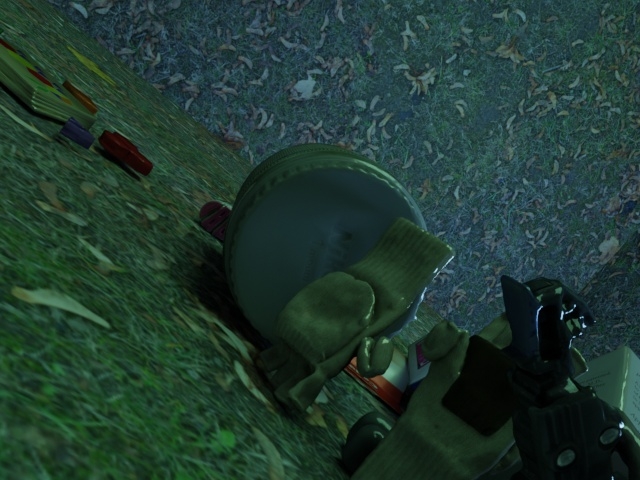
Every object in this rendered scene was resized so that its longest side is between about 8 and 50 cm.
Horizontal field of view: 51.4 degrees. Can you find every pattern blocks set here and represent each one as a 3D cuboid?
[{"bbox_3d":[-0.383,-0.212,0.864,0.325,0.026,0.285,43,5,22],"label":"pattern blocks set"}]

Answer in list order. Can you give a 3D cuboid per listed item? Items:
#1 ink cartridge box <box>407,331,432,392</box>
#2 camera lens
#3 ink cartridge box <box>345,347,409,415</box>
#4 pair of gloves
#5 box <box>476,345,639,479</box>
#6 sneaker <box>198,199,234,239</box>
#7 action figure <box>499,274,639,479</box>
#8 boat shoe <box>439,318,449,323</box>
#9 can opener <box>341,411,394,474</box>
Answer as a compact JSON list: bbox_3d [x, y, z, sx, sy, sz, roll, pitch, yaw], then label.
[{"bbox_3d":[0.189,0.227,0.882,0.175,0.069,0.371,57,4,4],"label":"ink cartridge box"},{"bbox_3d":[0.000,0.000,0.777,0.219,0.219,0.274,40,5,-10],"label":"camera lens"},{"bbox_3d":[0.064,0.155,0.918,0.145,0.045,0.179,40,3,-3],"label":"ink cartridge box"},{"bbox_3d":[0.064,0.095,0.547,0.240,0.204,0.042,45,-7,41],"label":"pair of gloves"},{"bbox_3d":[0.248,0.224,0.601,0.181,0.182,0.119,50,38,-2],"label":"box"},{"bbox_3d":[-0.098,-0.006,0.980,0.170,0.063,0.075,35,12,-7],"label":"sneaker"},{"bbox_3d":[0.218,0.174,0.379,0.178,0.330,0.341,-112,179,-71],"label":"action figure"},{"bbox_3d":[0.244,0.223,1.261,0.104,0.110,0.307,41,5,16],"label":"boat shoe"},{"bbox_3d":[0.144,0.241,0.562,0.280,0.093,0.074,36,5,6],"label":"can opener"}]
